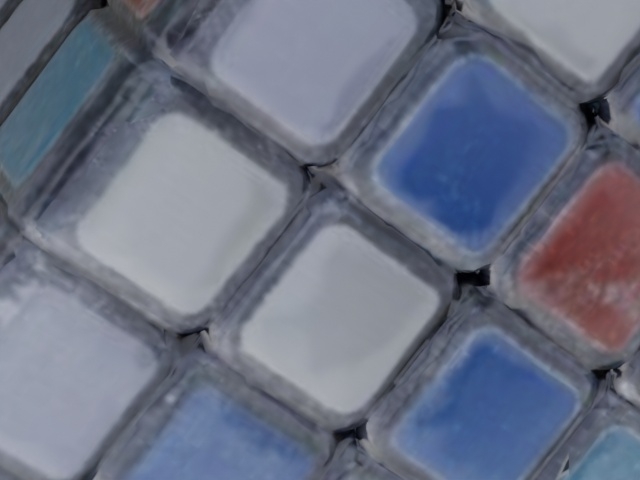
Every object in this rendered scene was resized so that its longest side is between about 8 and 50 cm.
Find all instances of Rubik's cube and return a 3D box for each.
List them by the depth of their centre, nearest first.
[{"bbox_3d":[0.000,0.000,0.661,0.293,0.292,0.287,35,95,-25],"label":"Rubik's cube"}]
